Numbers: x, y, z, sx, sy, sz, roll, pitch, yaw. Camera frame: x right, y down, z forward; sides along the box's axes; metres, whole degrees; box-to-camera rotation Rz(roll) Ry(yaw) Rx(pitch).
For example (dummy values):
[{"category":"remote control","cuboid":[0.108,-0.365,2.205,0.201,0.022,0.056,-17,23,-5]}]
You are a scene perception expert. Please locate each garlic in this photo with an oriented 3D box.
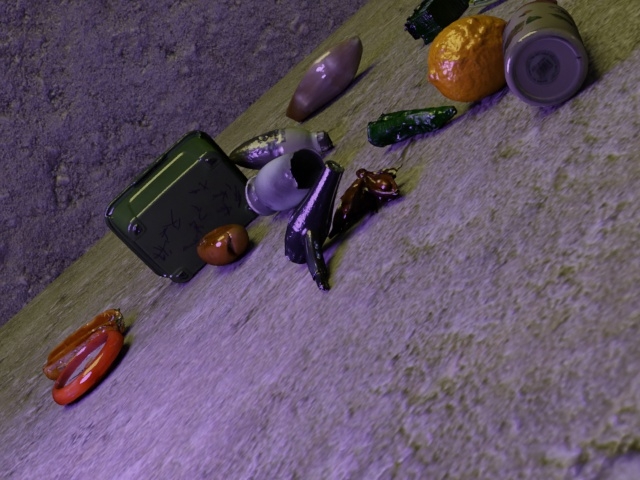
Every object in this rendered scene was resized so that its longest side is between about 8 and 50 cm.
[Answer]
[{"category":"garlic","cuboid":[0.009,-0.457,2.504,0.318,0.112,0.143,-40,-8,32]}]

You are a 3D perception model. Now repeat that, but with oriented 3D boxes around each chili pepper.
[{"category":"chili pepper","cuboid":[0.180,-0.224,1.608,0.088,0.059,0.227,-37,16,-28]}]

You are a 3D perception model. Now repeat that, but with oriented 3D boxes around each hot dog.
[{"category":"hot dog","cuboid":[-0.572,0.256,2.092,0.269,0.072,0.115,-33,18,25]}]

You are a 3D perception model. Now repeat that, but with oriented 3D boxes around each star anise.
[{"category":"star anise","cuboid":[0.066,-0.072,1.484,0.157,0.053,0.212,-46,18,-16]}]

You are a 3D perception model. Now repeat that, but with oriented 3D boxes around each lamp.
[{"category":"lamp","cuboid":[-0.095,-0.215,2.051,0.250,0.101,0.101,-12,23,9]}]

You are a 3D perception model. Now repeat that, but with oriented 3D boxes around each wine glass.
[{"category":"wine glass","cuboid":[-0.076,-0.122,1.835,0.204,0.111,0.111,-22,25,55]}]

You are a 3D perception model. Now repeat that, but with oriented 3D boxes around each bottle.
[{"category":"bottle","cuboid":[0.338,-0.299,1.322,0.120,0.120,0.253,-35,16,24]}]

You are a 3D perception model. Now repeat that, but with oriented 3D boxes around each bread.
[{"category":"bread","cuboid":[-0.208,0.011,1.872,0.114,0.077,0.189,-25,12,-14]}]

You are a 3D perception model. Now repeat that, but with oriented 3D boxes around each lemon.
[{"category":"lemon","cuboid":[0.267,-0.318,1.487,0.187,0.142,0.142,-29,17,1]}]

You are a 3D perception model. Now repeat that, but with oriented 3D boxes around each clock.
[{"category":"clock","cuboid":[-0.516,0.284,1.927,0.205,0.051,0.205,-38,18,15]}]

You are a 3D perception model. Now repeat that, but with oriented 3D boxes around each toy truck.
[{"category":"toy truck","cuboid":[0.320,-0.616,2.231,0.259,0.088,0.121,-53,18,-29]}]

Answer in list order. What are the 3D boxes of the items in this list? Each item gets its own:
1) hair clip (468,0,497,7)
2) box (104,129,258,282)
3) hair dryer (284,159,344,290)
[{"category":"hair clip","cuboid":[0.414,-0.570,1.986,0.188,0.033,0.060,-13,35,55]},{"category":"box","cuboid":[-0.313,-0.073,2.046,0.328,0.253,0.178,-46,25,-7]},{"category":"hair dryer","cuboid":[0.000,0.000,1.397,0.219,0.075,0.195,-102,30,-52]}]
